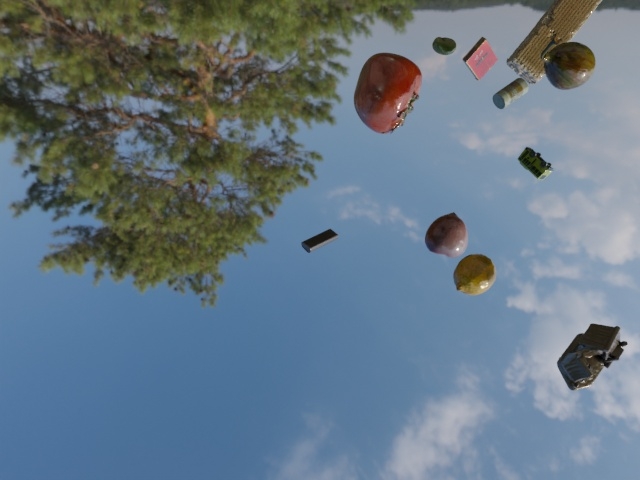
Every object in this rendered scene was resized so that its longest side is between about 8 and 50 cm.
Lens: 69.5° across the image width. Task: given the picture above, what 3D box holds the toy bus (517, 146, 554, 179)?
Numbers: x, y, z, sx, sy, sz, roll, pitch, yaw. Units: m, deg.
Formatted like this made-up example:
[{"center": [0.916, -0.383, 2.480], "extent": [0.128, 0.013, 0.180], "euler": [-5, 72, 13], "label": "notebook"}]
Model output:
[{"center": [1.133, -0.407, 2.437], "extent": [0.088, 0.101, 0.175], "euler": [-2, -131, -43], "label": "toy bus"}]

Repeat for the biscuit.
[{"center": [0.856, -0.774, 1.676], "extent": [0.144, 0.426, 0.078], "euler": [37, 179, -3], "label": "biscuit"}]

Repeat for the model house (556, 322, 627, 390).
[{"center": [0.832, 0.345, 1.403], "extent": [0.122, 0.188, 0.229], "euler": [40, -101, 24], "label": "model house"}]

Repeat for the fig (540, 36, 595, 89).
[{"center": [0.757, -0.545, 1.437], "extent": [0.186, 0.142, 0.148], "euler": [-2, -165, -10], "label": "fig"}]

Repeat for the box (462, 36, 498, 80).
[{"center": [0.530, -0.599, 1.528], "extent": [0.133, 0.090, 0.023], "euler": [19, -153, -52], "label": "box"}]

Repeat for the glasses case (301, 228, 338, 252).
[{"center": [-0.001, 0.000, 2.318], "extent": [0.190, 0.042, 0.072], "euler": [-26, -127, -31], "label": "glasses case"}]

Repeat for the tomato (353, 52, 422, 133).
[{"center": [0.279, -0.637, 2.008], "extent": [0.272, 0.342, 0.341], "euler": [30, -142, 11], "label": "tomato"}]

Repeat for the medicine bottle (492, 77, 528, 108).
[{"center": [0.500, -0.387, 1.215], "extent": [0.083, 0.047, 0.047], "euler": [-35, -140, -9], "label": "medicine bottle"}]

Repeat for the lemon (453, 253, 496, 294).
[{"center": [0.745, 0.163, 2.231], "extent": [0.256, 0.188, 0.188], "euler": [-39, -134, -24], "label": "lemon"}]

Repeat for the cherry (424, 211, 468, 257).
[{"center": [0.699, -0.028, 2.526], "extent": [0.239, 0.240, 0.206], "euler": [8, -160, 12], "label": "cherry"}]

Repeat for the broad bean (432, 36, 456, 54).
[{"center": [0.435, -0.683, 1.619], "extent": [0.083, 0.063, 0.045], "euler": [15, 172, 1], "label": "broad bean"}]
